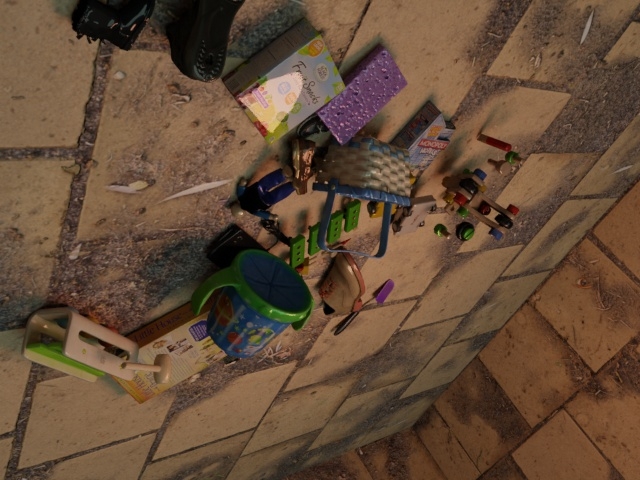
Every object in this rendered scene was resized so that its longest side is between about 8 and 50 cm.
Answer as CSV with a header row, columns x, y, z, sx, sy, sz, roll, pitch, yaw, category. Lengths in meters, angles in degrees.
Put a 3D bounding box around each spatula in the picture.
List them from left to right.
x,y,z,sx,sy,sz,roll,pitch,yaw,category
0.161,0.254,2.358,0.296,0.030,0.084,-40,151,7,spatula

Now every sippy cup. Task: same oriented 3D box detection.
x,y,z,sx,sy,sz,roll,pitch,yaw,category
-0.177,0.179,1.667,0.224,0.305,0.240,-52,-171,26,sippy cup

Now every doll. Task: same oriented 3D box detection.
x,y,z,sx,sy,sz,roll,pitch,yaw,category
-0.137,-0.102,1.514,0.189,0.046,0.129,-27,113,24,doll

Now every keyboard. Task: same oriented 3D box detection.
x,y,z,sx,sy,sz,roll,pitch,yaw,category
-0.165,0.033,1.738,0.201,0.033,0.317,-36,150,3,keyboard

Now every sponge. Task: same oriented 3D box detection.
x,y,z,sx,sy,sz,roll,pitch,yaw,category
0.091,-0.324,1.441,0.210,0.031,0.117,-43,133,3,sponge

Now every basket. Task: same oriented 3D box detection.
x,y,z,sx,sy,sz,roll,pitch,yaw,category
0.105,-0.105,1.585,0.255,0.201,0.289,12,86,-51,basket

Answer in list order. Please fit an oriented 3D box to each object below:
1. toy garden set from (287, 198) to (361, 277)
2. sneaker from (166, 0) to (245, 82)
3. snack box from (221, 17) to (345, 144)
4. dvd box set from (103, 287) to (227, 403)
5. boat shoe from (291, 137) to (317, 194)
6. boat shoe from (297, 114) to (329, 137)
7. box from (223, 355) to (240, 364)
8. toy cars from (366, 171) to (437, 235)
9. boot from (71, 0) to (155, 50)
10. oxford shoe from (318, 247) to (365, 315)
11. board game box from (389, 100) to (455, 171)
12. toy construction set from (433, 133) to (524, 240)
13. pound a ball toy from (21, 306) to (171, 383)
x,y,z,sx,sy,sz,roll,pitch,yaw,category
0.000,0.000,1.807,0.244,0.049,0.204,-33,151,-26,toy garden set
-0.198,-0.386,1.085,0.087,0.130,0.227,9,101,-44,sneaker
-0.069,-0.318,1.303,0.207,0.070,0.174,-38,149,1,snack box
-0.390,0.300,1.856,0.420,0.062,0.307,-29,149,-11,dvd box set
-0.037,-0.172,1.527,0.060,0.064,0.178,-4,144,-3,boat shoe
0.007,-0.268,1.478,0.125,0.038,0.046,-27,148,-14,boat shoe
-0.233,0.344,2.034,0.137,0.027,0.094,-28,178,-42,box
0.230,-0.119,1.861,0.176,0.087,0.394,-28,156,17,toy cars
-0.330,-0.363,1.017,0.099,0.045,0.121,11,127,-47,boot
0.061,0.152,2.036,0.130,0.123,0.348,-22,146,-12,oxford shoe
0.284,-0.275,1.718,0.194,0.060,0.194,-1,136,-43,board game box
0.456,-0.170,1.935,0.257,0.237,0.309,8,109,-29,toy construction set
-0.524,0.255,1.558,0.208,0.135,0.319,-6,154,18,pound a ball toy
